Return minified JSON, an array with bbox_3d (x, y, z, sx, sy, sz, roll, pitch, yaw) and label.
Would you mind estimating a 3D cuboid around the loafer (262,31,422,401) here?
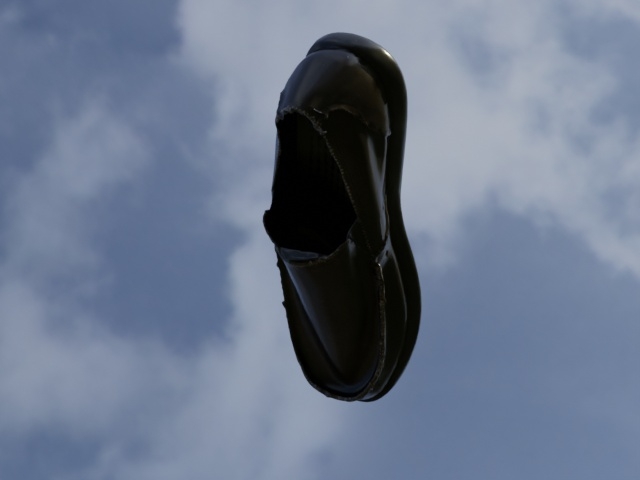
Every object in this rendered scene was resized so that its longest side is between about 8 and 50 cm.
[{"bbox_3d":[0.000,0.000,0.815,0.078,0.080,0.220,-37,-49,-44],"label":"loafer"}]
